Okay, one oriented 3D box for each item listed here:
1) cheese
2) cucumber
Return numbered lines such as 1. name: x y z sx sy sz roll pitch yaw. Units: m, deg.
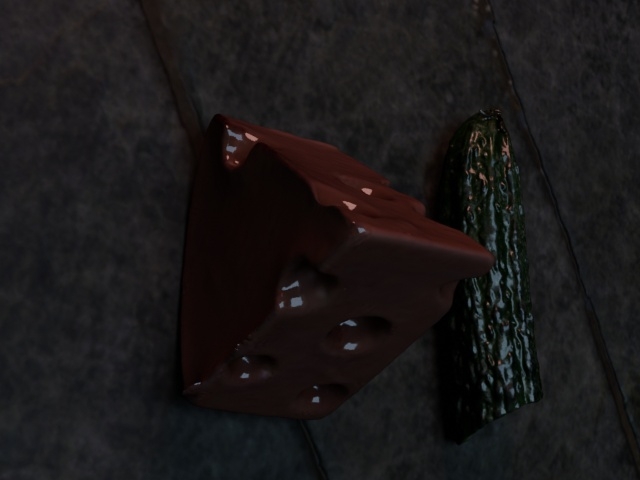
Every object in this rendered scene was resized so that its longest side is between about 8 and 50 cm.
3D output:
1. cheese: -0.014 -0.007 0.758 0.128 0.203 0.177 10 48 -34
2. cucumber: 0.129 0.025 0.911 0.077 0.077 0.265 0 80 -38
